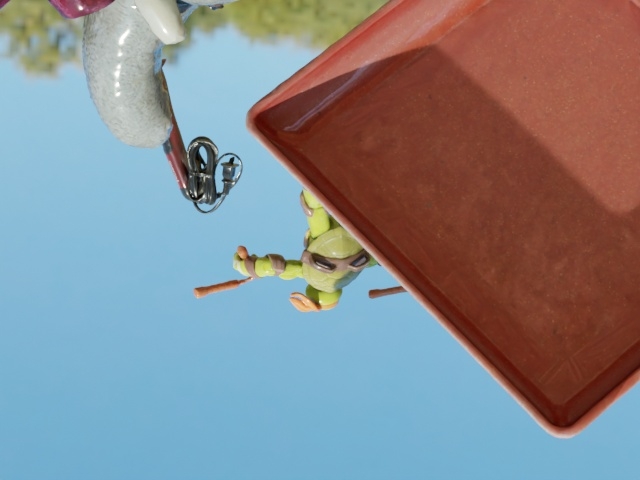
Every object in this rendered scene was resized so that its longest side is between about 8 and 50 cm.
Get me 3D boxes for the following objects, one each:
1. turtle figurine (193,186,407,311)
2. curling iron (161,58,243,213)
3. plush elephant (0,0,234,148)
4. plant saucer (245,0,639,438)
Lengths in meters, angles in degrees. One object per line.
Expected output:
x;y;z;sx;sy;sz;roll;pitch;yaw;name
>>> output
0.000;0.000;2.033;0.269;0.217;0.087;-1;-145;-11;turtle figurine
-0.145;-0.156;1.733;0.068;0.274;0.035;-21;-173;20;curling iron
-0.130;-0.163;0.947;0.255;0.330;0.272;23;-163;-18;plush elephant
0.135;-0.050;1.038;0.258;0.048;0.259;-39;-111;-15;plant saucer
